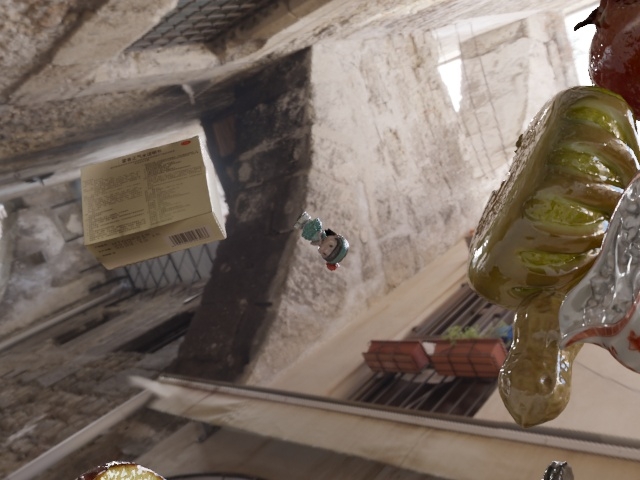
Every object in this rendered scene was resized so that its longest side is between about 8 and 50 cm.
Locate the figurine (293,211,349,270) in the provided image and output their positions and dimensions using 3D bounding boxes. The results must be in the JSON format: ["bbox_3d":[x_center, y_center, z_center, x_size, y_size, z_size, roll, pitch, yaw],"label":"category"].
[{"bbox_3d":[0.000,0.000,0.943,0.106,0.047,0.060,42,-67,5],"label":"figurine"}]

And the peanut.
[{"bbox_3d":[0.252,0.127,0.629,0.089,0.193,0.089,18,-41,16],"label":"peanut"}]

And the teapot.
[{"bbox_3d":[0.248,0.007,0.383,0.116,0.159,0.246,18,-49,22],"label":"teapot"}]

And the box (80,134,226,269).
[{"bbox_3d":[-0.282,-0.065,0.937,0.095,0.212,0.168,78,-4,-63],"label":"box"}]

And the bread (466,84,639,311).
[{"bbox_3d":[0.330,-0.047,0.780,0.160,0.333,0.333,24,-51,8],"label":"bread"}]

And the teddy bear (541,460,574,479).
[{"bbox_3d":[0.336,0.349,0.652,0.251,0.171,0.144,-9,-65,30],"label":"teddy bear"}]

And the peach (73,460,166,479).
[{"bbox_3d":[-0.386,0.552,0.999,0.201,0.258,0.362,-19,-58,11],"label":"peach"}]

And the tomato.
[{"bbox_3d":[0.552,-0.269,0.887,0.309,0.309,0.170,33,-61,27],"label":"tomato"}]
